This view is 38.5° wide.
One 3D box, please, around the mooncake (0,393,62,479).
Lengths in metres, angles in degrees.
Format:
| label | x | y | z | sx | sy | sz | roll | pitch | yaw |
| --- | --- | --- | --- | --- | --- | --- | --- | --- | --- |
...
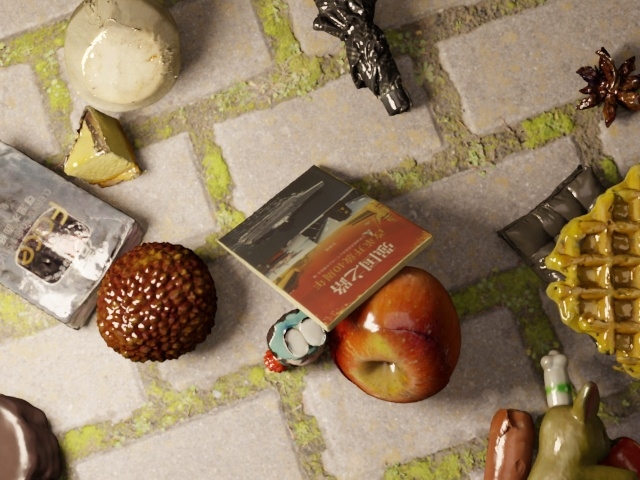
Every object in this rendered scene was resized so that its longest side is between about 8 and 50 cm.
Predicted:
| label | x | y | z | sx | sy | sz | roll | pitch | yaw |
| --- | --- | --- | --- | --- | --- | --- | --- | --- | --- |
| mooncake | -0.652 | 0.438 | 1.801 | 0.283 | 0.141 | 0.283 | -3 | 76 | 13 |

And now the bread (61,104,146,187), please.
| label | x | y | z | sx | sy | sz | roll | pitch | yaw |
| --- | --- | --- | --- | --- | --- | --- | --- | --- | --- |
| bread | -0.453 | -0.193 | 1.889 | 0.127 | 0.147 | 0.152 | -17 | 73 | 14 |

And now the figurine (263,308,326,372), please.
| label | x | y | z | sx | sy | sz | roll | pitch | yaw |
| --- | --- | --- | --- | --- | --- | --- | --- | --- | --- |
| figurine | -0.050 | 0.189 | 1.743 | 0.138 | 0.245 | 0.110 | -33 | 85 | -9 |

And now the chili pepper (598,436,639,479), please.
| label | x | y | z | sx | sy | sz | roll | pitch | yaw |
| --- | --- | --- | --- | --- | --- | --- | --- | --- | --- |
| chili pepper | 0.569 | 0.414 | 1.735 | 0.084 | 0.086 | 0.192 | -40 | 89 | 33 |

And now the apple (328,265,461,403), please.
| label | x | y | z | sx | sy | sz | roll | pitch | yaw |
| --- | --- | --- | --- | --- | --- | --- | --- | --- | --- |
| apple | 0.141 | 0.172 | 1.719 | 0.252 | 0.272 | 0.206 | -6 | 44 | 27 |

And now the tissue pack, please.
| label | x | y | z | sx | sy | sz | roll | pitch | yaw |
| --- | --- | --- | --- | --- | --- | --- | --- | --- | --- |
| tissue pack | -0.577 | -0.012 | 1.878 | 0.361 | 0.122 | 0.259 | 31 | 81 | 11 |

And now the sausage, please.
| label | x | y | z | sx | sy | sz | roll | pitch | yaw |
| --- | --- | --- | --- | --- | --- | --- | --- | --- | --- |
| sausage | 0.335 | 0.527 | 1.732 | 0.094 | 0.094 | 0.418 | 13 | 82 | -4 |

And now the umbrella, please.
| label | x | y | z | sx | sy | sz | roll | pitch | yaw |
| --- | --- | --- | --- | --- | --- | --- | --- | --- | --- |
| umbrella | 0.074 | -0.405 | 1.896 | 0.128 | 0.154 | 0.336 | -27 | 100 | -31 |

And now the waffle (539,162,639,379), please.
| label | x | y | z | sx | sy | sz | roll | pitch | yaw |
| --- | --- | --- | --- | --- | --- | --- | --- | --- | --- |
| waffle | 0.630 | 0.064 | 1.699 | 0.380 | 0.095 | 0.382 | 42 | 85 | 6 |

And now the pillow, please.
| label | x | y | z | sx | sy | sz | roll | pitch | yaw |
| --- | --- | --- | --- | --- | --- | --- | --- | --- | --- |
| pillow | 0.533 | 0.037 | 1.793 | 0.228 | 0.101 | 0.326 | -38 | 82 | -3 |

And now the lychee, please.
| label | x | y | z | sx | sy | sz | roll | pitch | yaw |
| --- | --- | --- | --- | --- | --- | --- | --- | --- | --- |
| lychee | -0.319 | 0.124 | 1.776 | 0.236 | 0.271 | 0.235 | 13 | 121 | 24 |

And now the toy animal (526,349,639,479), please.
| label | x | y | z | sx | sy | sz | roll | pitch | yaw |
| --- | --- | --- | --- | --- | --- | --- | --- | --- | --- |
| toy animal | 0.467 | 0.393 | 1.666 | 0.180 | 0.181 | 0.363 | 24 | 76 | -22 |

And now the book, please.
| label | x | y | z | sx | sy | sz | roll | pitch | yaw |
| --- | --- | --- | --- | --- | --- | --- | --- | --- | --- |
| book | 0.000 | 0.000 | 1.742 | 0.262 | 0.028 | 0.374 | -39 | 42 | -16 |

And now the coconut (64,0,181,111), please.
| label | x | y | z | sx | sy | sz | roll | pitch | yaw |
| --- | --- | --- | --- | --- | --- | --- | --- | --- | --- |
| coconut | -0.401 | -0.396 | 1.867 | 0.245 | 0.247 | 0.245 | -5 | 120 | -9 |

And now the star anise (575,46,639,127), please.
| label | x | y | z | sx | sy | sz | roll | pitch | yaw |
| --- | --- | --- | --- | --- | --- | --- | --- | --- | --- |
| star anise | 0.592 | -0.309 | 1.866 | 0.168 | 0.057 | 0.167 | 0 | 90 | 2 |
